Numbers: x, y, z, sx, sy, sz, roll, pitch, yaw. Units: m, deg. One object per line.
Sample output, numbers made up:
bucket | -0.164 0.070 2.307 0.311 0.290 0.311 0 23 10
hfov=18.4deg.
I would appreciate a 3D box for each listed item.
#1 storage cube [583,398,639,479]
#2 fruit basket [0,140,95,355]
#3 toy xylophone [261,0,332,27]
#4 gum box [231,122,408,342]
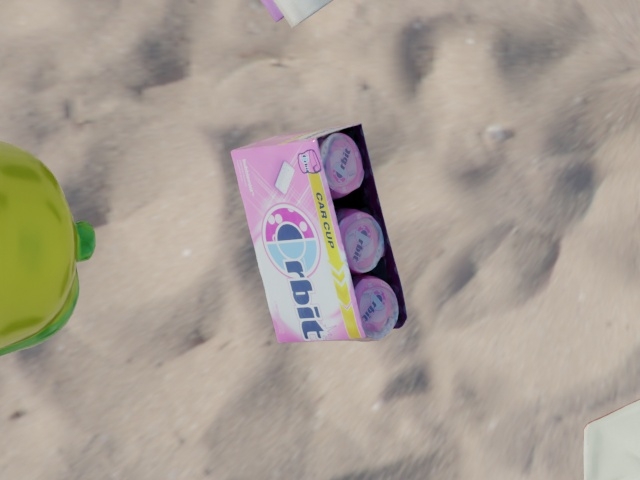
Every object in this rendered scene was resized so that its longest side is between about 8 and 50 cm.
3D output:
storage cube | 0.345 0.239 1.657 0.215 0.183 0.193 -29 122 32
fruit basket | -0.312 -0.003 1.000 0.283 0.392 0.392 0 95 28
toy xylophone | 0.040 -0.320 1.607 0.323 0.081 0.236 -24 100 21
gum box | 0.000 0.000 1.715 0.107 0.062 0.188 -5 102 44
